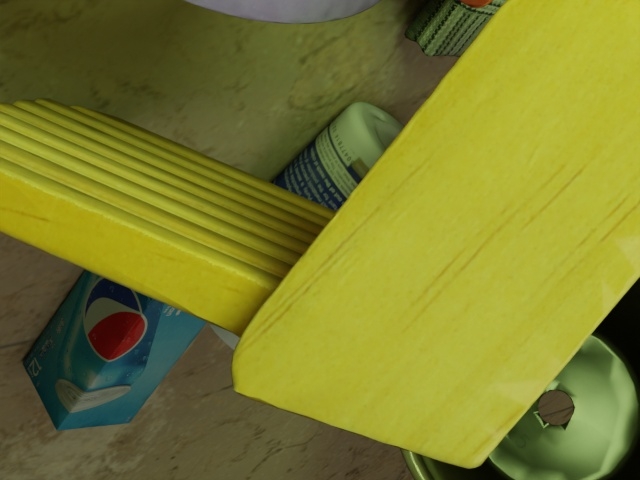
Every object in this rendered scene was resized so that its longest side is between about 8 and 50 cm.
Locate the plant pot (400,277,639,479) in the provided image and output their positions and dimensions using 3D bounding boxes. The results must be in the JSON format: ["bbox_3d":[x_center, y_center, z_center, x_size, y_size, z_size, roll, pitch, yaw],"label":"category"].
[{"bbox_3d":[0.228,0.142,1.419,0.323,0.323,0.280,-32,169,-1],"label":"plant pot"}]

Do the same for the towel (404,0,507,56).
[{"bbox_3d":[0.252,-0.221,1.079,0.324,0.056,0.312,3,136,-49],"label":"towel"}]

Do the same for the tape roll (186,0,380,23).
[{"bbox_3d":[-0.033,-0.189,0.689,0.189,0.189,0.080,-11,146,-36],"label":"tape roll"}]

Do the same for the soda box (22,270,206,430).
[{"bbox_3d":[-0.129,0.046,1.096,0.071,0.067,0.210,0,137,-46],"label":"soda box"}]

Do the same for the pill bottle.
[{"bbox_3d":[0.000,0.000,1.109,0.186,0.112,0.112,-44,151,19],"label":"pill bottle"}]

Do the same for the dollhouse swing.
[{"bbox_3d":[0.020,-0.081,0.792,0.315,0.305,0.347,-52,178,11],"label":"dollhouse swing"}]

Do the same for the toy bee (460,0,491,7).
[{"bbox_3d":[0.143,-0.263,0.837,0.298,0.162,0.195,-35,-174,30],"label":"toy bee"}]
